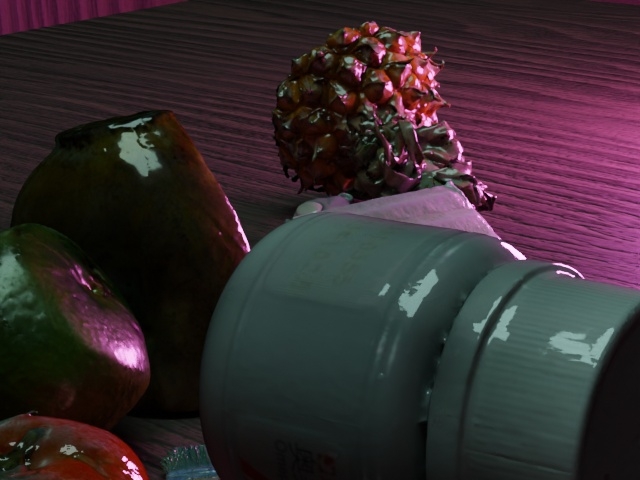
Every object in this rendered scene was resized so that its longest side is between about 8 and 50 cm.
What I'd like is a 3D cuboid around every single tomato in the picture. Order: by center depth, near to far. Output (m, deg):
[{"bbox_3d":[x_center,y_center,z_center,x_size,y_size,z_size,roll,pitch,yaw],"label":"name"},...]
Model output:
[{"bbox_3d":[-0.231,0.198,1.246,0.236,0.095,0.237,-3,18,1],"label":"tomato"}]

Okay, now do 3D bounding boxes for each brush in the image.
[{"bbox_3d":[-0.094,0.208,1.316,0.070,0.021,0.196,-5,17,-2],"label":"brush"}]

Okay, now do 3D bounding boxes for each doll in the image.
[{"bbox_3d":[0.000,0.000,1.905,0.102,0.075,0.227,18,33,11],"label":"doll"}]

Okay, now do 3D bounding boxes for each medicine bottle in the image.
[{"bbox_3d":[0.093,0.113,1.213,0.306,0.245,0.245,9,20,34],"label":"medicine bottle"}]

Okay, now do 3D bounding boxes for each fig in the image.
[{"bbox_3d":[-0.273,0.121,1.427,0.235,0.203,0.203,-43,13,11],"label":"fig"}]

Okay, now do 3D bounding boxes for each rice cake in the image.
[{"bbox_3d":[0.090,0.002,1.850,0.237,0.043,0.127,-15,55,-31],"label":"rice cake"}]

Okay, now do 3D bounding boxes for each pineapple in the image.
[{"bbox_3d":[0.102,-0.106,2.056,0.262,0.263,0.272,-11,36,-25],"label":"pineapple"}]

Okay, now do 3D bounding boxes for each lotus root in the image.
[{"bbox_3d":[-0.190,0.012,1.565,0.267,0.260,0.149,12,23,39],"label":"lotus root"}]
